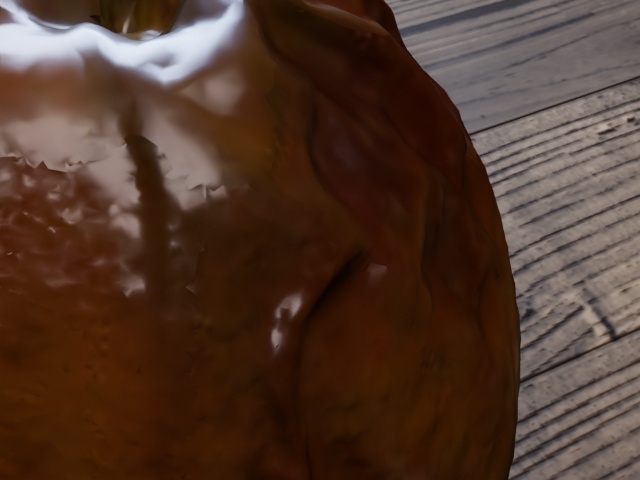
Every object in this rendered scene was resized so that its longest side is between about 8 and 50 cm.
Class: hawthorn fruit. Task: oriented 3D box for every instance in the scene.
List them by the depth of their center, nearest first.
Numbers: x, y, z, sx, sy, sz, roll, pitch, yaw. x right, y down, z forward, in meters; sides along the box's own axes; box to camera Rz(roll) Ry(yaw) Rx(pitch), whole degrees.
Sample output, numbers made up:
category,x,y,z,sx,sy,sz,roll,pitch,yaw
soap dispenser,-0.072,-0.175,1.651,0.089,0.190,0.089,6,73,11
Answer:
category,x,y,z,sx,sy,sz,roll,pitch,yaw
hawthorn fruit,-0.101,0.054,0.650,0.472,0.471,0.471,3,46,-4
